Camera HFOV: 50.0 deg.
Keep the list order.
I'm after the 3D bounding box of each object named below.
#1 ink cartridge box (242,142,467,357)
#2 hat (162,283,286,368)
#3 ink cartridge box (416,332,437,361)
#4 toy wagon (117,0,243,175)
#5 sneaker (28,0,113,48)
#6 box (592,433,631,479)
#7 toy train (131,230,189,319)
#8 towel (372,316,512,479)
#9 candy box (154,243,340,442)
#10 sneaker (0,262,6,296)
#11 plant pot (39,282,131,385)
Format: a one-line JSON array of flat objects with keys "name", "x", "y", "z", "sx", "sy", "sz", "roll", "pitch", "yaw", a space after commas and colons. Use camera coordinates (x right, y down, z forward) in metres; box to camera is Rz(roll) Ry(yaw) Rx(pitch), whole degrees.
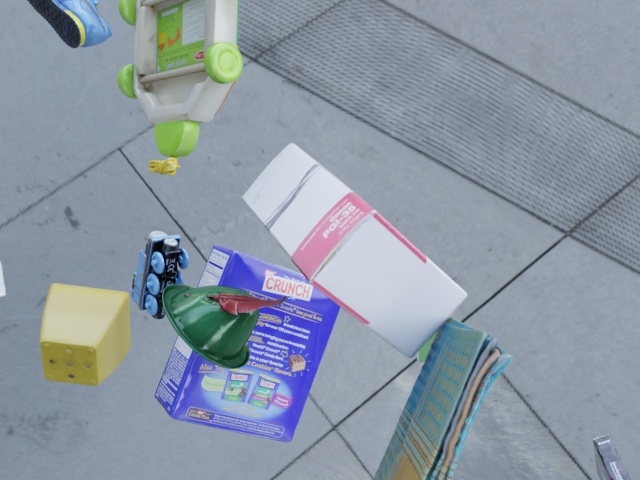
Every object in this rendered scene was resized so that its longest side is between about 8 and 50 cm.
[{"name": "ink cartridge box", "x": 0.035, "y": 0.003, "z": 0.934, "sx": 0.117, "sy": 0.283, "sz": 0.207, "roll": -49, "pitch": 123, "yaw": 4}, {"name": "hat", "x": -0.122, "y": 0.085, "z": 1.084, "sx": 0.183, "sy": 0.173, "sz": 0.208, "roll": -47, "pitch": 60, "yaw": 15}, {"name": "ink cartridge box", "x": 0.243, "y": 0.210, "z": 1.523, "sx": 0.062, "sy": 0.209, "sz": 0.109, "roll": 0, "pitch": 88, "yaw": 6}, {"name": "toy wagon", "x": -0.211, "y": -0.268, "z": 1.026, "sx": 0.068, "sy": 0.267, "sz": 0.344, "roll": -1, "pitch": 94, "yaw": -44}, {"name": "sneaker", "x": -0.438, "y": -0.413, "z": 1.173, "sx": 0.209, "sy": 0.069, "sz": 0.082, "roll": 49, "pitch": 47, "yaw": 8}, {"name": "box", "x": 0.425, "y": 0.370, "z": 0.957, "sx": 0.029, "sy": 0.116, "sz": 0.162, "roll": -17, "pitch": 43, "yaw": 10}, {"name": "toy train", "x": -0.320, "y": 0.065, "z": 1.358, "sx": 0.080, "sy": 0.184, "sz": 0.105, "roll": -10, "pitch": 36, "yaw": -40}, {"name": "towel", "x": 0.107, "y": 0.269, "z": 0.796, "sx": 0.040, "sy": 0.271, "sz": 0.370, "roll": 23, "pitch": 89, "yaw": 2}, {"name": "candy box", "x": -0.130, "y": 0.197, "z": 1.315, "sx": 0.268, "sy": 0.122, "sz": 0.317, "roll": 23, "pitch": 87, "yaw": -32}, {"name": "sneaker", "x": -0.435, "y": 0.065, "z": 0.704, "sx": 0.212, "sy": 0.080, "sz": 0.094, "roll": -23, "pitch": 101, "yaw": -10}, {"name": "plant pot", "x": -0.635, "y": 0.263, "z": 1.822, "sx": 0.212, "sy": 0.212, "sz": 0.187, "roll": 8, "pitch": 34, "yaw": -2}]
